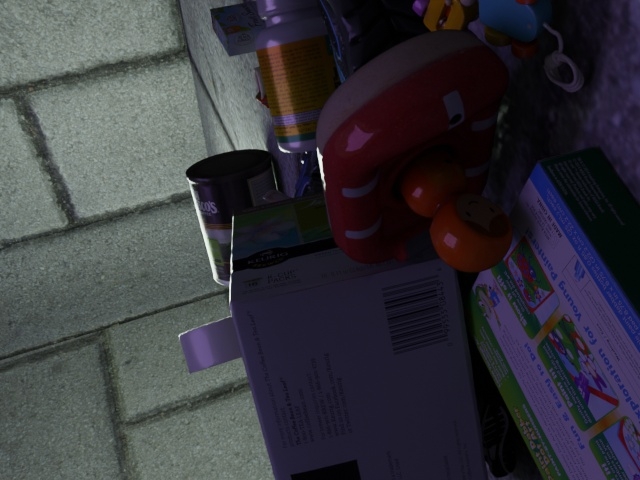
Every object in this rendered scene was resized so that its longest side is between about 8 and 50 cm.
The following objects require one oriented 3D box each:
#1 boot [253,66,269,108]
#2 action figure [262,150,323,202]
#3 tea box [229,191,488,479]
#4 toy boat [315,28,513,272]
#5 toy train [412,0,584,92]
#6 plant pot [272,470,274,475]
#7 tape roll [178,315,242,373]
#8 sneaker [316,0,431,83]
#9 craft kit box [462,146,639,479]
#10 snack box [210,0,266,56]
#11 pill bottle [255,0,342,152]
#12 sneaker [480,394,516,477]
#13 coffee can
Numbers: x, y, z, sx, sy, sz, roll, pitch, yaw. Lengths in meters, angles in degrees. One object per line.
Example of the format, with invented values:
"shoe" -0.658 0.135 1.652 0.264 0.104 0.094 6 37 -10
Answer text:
"boot" -0.069 -0.236 1.208 0.059 0.084 0.158 -133 28 -60
"action figure" 0.000 0.000 1.176 0.330 0.178 0.341 32 110 62
"tea box" 0.033 0.133 0.822 0.323 0.220 0.329 -112 10 -70
"toy boat" 0.089 -0.041 0.535 0.151 0.151 0.231 55 169 29
"toy train" 0.138 -0.153 0.540 0.125 0.046 0.166 54 163 -16
"plant pot" -0.011 0.496 1.662 0.180 0.201 0.201 -52 -54 -87
"tape roll" -0.200 0.238 1.723 0.286 0.286 0.100 135 117 -75
"sneaker" 0.035 -0.251 0.665 0.139 0.125 0.341 -142 40 -76
"craft kit box" 0.207 0.101 0.532 0.246 0.061 0.250 101 150 -58
"snack box" -0.081 -0.318 1.024 0.100 0.141 0.037 -120 20 -47
"pill bottle" -0.022 -0.232 0.939 0.117 0.117 0.208 -145 40 -70
"sneaker" 0.188 0.210 0.769 0.044 0.040 0.109 -124 22 -58
"coffee can" -0.189 -0.057 1.668 0.201 0.201 0.275 -134 29 -63
